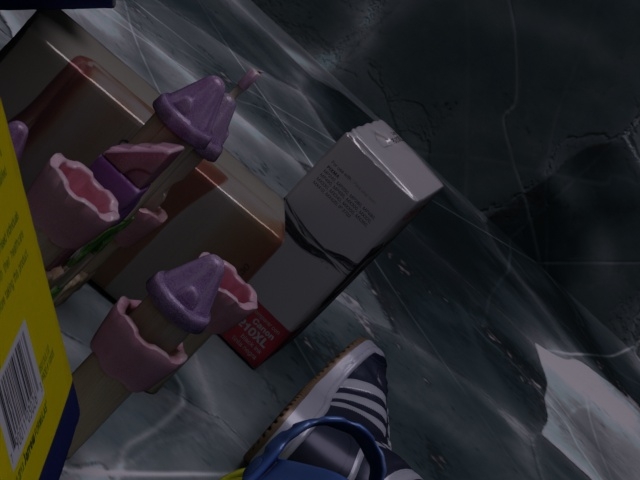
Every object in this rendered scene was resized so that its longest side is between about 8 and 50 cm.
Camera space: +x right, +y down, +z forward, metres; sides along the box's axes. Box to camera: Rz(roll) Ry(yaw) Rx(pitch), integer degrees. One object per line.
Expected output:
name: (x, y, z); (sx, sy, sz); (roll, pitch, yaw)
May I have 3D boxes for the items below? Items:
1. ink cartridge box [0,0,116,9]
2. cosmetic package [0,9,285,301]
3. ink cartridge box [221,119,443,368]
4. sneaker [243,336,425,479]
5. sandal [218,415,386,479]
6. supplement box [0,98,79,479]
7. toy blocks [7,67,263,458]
ink cartridge box: (-0.338, -0.254, 1.598); (0.303, 0.072, 0.307); (-1, 30, -10)
cosmetic package: (-0.188, -0.059, 1.623); (0.296, 0.153, 0.129); (39, 14, -13)
ink cartridge box: (0.000, 0.000, 1.788); (0.100, 0.237, 0.172); (45, 14, 4)
sneaker: (0.040, 0.189, 1.629); (0.153, 0.099, 0.282); (40, 20, 5)
sandal: (-0.021, 0.219, 1.309); (0.126, 0.138, 0.317); (42, 16, -14)
supplement box: (-0.259, -0.017, 0.857); (0.195, 0.194, 0.356); (-89, 169, -71)
toy blocks: (-0.176, -0.044, 1.382); (0.309, 0.260, 0.288); (44, 14, 2)
